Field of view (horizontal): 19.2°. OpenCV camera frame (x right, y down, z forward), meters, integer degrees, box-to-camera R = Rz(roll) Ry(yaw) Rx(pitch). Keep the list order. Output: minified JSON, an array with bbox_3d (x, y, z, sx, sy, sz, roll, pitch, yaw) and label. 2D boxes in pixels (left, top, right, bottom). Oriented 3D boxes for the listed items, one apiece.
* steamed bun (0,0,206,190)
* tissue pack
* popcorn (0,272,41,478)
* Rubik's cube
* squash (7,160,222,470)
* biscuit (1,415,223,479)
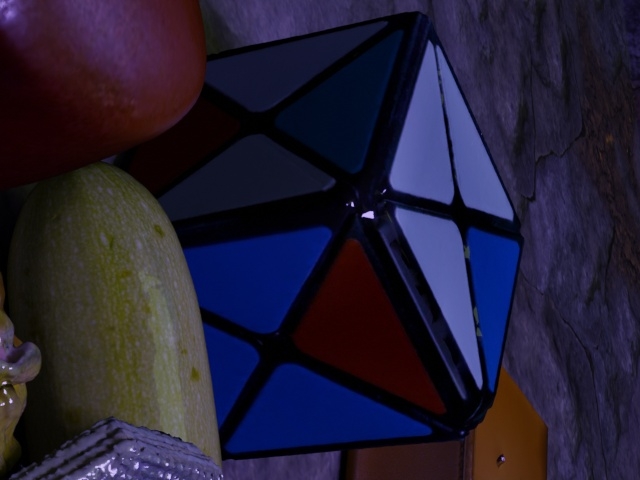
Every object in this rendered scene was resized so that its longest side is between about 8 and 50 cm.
[{"bbox_3d":[-0.230,-0.173,1.037,0.248,0.235,0.379,-81,150,-45],"label":"steamed bun"},{"bbox_3d":[0.113,0.256,1.753,0.194,0.145,0.274,55,32,-46],"label":"tissue pack"},{"bbox_3d":[-0.224,0.079,1.098,0.126,0.126,0.145,89,-20,-72],"label":"popcorn"},{"bbox_3d":[0.000,0.000,1.476,0.250,0.248,0.246,-73,145,-47],"label":"Rubik's cube"},{"bbox_3d":[-0.141,0.062,1.268,0.132,0.132,0.247,0,81,-67],"label":"squash"},{"bbox_3d":[-0.154,0.194,1.110,0.250,0.046,0.147,-30,132,-36],"label":"biscuit"}]
